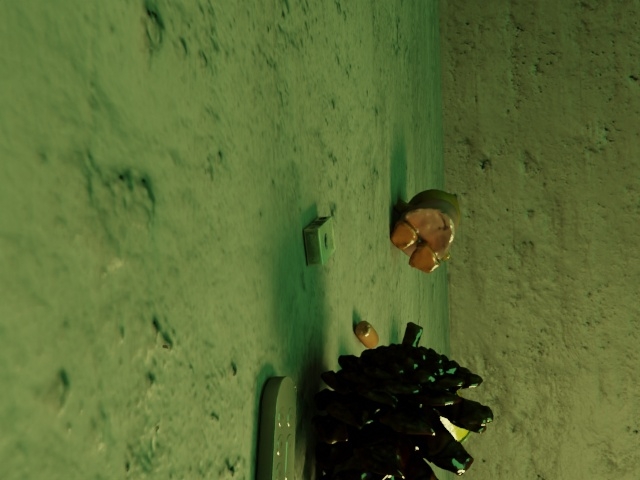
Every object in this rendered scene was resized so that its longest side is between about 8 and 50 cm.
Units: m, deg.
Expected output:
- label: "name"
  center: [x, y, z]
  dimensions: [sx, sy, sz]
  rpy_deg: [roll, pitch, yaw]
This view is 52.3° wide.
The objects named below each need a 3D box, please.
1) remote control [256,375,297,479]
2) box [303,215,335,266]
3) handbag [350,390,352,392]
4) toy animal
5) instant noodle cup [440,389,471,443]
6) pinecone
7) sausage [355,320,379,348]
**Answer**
- label: "remote control"
  center: [-0.050, 0.275, 0.720]
  dimensions: [0.077, 0.022, 0.244]
  rpy_deg: [43, 47, -66]
- label: "box"
  center: [0.000, 0.000, 0.931]
  dimensions: [0.083, 0.024, 0.054]
  rpy_deg: [-47, 134, -69]
- label: "handbag"
  center: [0.086, 0.362, 1.102]
  dimensions: [0.219, 0.079, 0.256]
  rpy_deg: [77, 16, -68]
- label: "toy animal"
  center: [0.274, -0.047, 1.654]
  dimensions: [0.195, 0.169, 0.281]
  rpy_deg: [50, 20, -4]
- label: "instant noodle cup"
  center: [0.246, 0.371, 1.489]
  dimensions: [0.182, 0.182, 0.144]
  rpy_deg: [-60, 135, -62]
- label: "pinecone"
  center: [0.100, 0.267, 0.881]
  dimensions: [0.244, 0.244, 0.309]
  rpy_deg: [-33, 133, -72]
- label: "sausage"
  center: [0.084, 0.171, 1.181]
  dimensions: [0.083, 0.034, 0.034]
  rpy_deg: [57, 34, -58]
